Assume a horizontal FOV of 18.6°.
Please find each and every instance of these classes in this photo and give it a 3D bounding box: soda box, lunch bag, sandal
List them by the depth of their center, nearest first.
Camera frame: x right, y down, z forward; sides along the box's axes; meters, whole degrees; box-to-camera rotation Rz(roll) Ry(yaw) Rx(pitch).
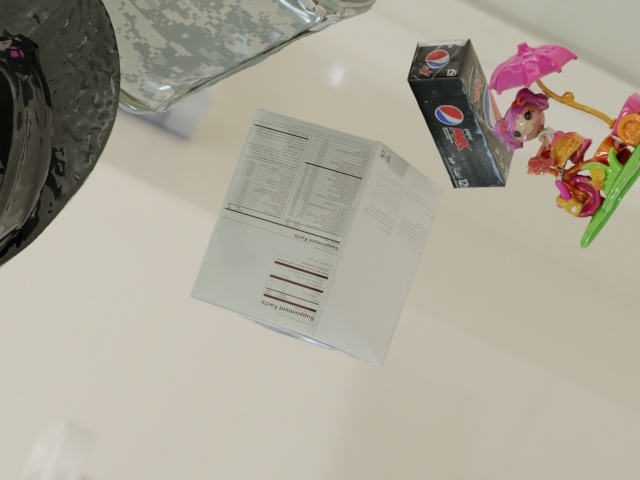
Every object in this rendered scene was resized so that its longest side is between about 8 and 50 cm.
[{"bbox_3d":[-0.285,-0.034,1.464,0.445,0.168,0.107,-58,5,-22],"label":"sandal"},{"bbox_3d":[-0.104,-0.266,1.686,0.305,0.256,0.212,-23,5,42],"label":"lunch bag"},{"bbox_3d":[0.141,-0.124,1.943,0.169,0.060,0.053,62,-144,-46],"label":"soda box"}]

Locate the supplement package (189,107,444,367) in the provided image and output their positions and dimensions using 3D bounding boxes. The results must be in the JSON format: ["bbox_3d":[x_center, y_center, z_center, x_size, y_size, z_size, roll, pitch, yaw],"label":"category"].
[{"bbox_3d":[0.000,0.000,1.991,0.194,0.149,0.203,30,-102,-64],"label":"supplement package"}]

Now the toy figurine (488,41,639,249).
[{"bbox_3d":[0.221,-0.104,1.777,0.173,0.159,0.130,-60,-13,26],"label":"toy figurine"}]
